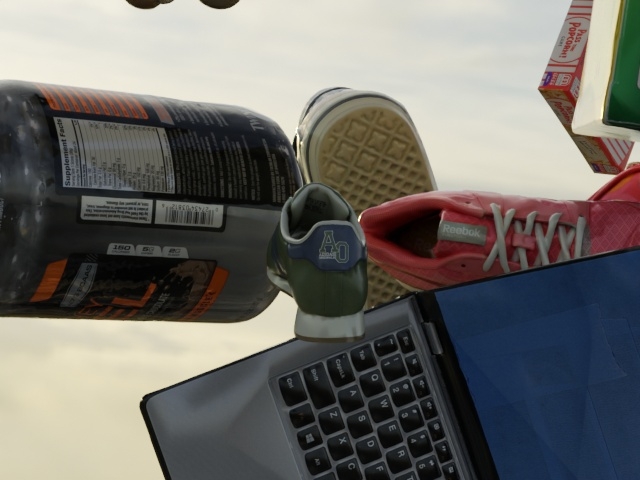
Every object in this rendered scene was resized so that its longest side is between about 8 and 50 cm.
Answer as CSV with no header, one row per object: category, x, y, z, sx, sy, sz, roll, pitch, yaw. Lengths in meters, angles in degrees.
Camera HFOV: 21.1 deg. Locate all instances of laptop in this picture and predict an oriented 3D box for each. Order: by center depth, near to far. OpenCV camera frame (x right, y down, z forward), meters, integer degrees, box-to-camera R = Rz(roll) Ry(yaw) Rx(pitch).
laptop,0.120,0.242,1.393,0.407,0.382,0.236,-20,5,-13

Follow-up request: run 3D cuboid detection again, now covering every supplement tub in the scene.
supplement tub,-0.201,-0.032,1.521,0.338,0.207,0.207,4,0,-34

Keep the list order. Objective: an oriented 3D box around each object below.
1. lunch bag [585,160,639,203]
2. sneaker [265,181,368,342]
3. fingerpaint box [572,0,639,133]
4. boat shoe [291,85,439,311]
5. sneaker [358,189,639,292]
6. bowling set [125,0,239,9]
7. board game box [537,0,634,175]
lunch bag,0.283,0.072,1.693,0.258,0.293,0.120,51,8,23
sneaker,0.000,0.000,1.166,0.064,0.086,0.192,-1,17,-7
fingerpaint box,0.327,-0.299,1.415,0.163,0.445,0.371,8,3,4
boat shoe,0.081,0.038,2.030,0.186,0.500,0.156,-21,27,-8
sneaker,0.166,0.013,1.498,0.313,0.116,0.136,1,-10,36
bowling set,-0.207,-0.246,1.369,0.199,0.154,0.287,-17,16,-28
board game box,0.344,-0.192,2.127,0.045,0.147,0.193,8,-25,36
